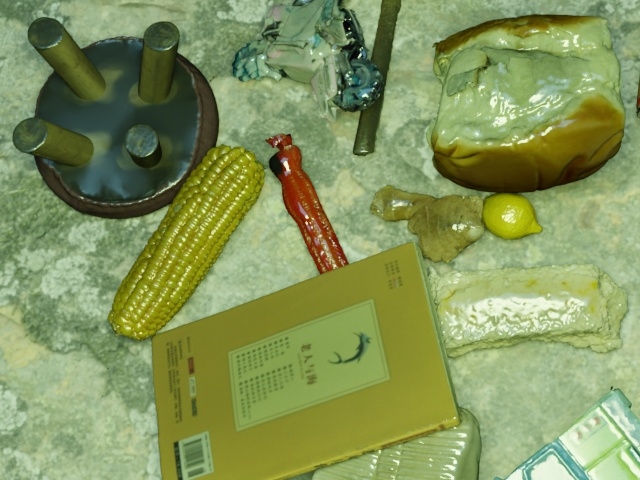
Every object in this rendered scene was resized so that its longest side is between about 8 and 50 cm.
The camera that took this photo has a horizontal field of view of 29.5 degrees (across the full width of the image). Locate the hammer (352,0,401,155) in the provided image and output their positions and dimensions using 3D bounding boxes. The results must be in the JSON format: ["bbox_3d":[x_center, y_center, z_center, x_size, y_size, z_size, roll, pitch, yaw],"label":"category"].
[{"bbox_3d":[0.084,-0.257,1.719,0.125,0.027,0.297,7,76,9],"label":"hammer"}]

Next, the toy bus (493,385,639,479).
[{"bbox_3d":[0.302,0.293,1.379,0.190,0.312,0.152,-38,73,-4],"label":"toy bus"}]

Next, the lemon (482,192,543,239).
[{"bbox_3d":[0.251,-0.031,1.609,0.092,0.065,0.065,28,79,23],"label":"lemon"}]

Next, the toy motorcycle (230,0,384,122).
[{"bbox_3d":[-0.028,-0.253,1.692,0.204,0.108,0.239,-26,45,14],"label":"toy motorcycle"}]

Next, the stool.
[{"bbox_3d":[-0.286,-0.179,1.666,0.272,0.178,0.272,-2,73,6],"label":"stool"}]

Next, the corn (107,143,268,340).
[{"bbox_3d":[-0.179,0.005,1.640,0.102,0.102,0.313,29,80,14],"label":"corn"}]

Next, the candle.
[{"bbox_3d":[0.000,0.000,1.643,0.051,0.048,0.329,-22,72,-8],"label":"candle"}]

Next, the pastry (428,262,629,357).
[{"bbox_3d":[0.265,0.090,1.565,0.259,0.089,0.121,0,81,11],"label":"pastry"}]

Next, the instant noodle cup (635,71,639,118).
[{"bbox_3d":[0.505,-0.230,1.572,0.213,0.213,0.174,13,85,11],"label":"instant noodle cup"}]

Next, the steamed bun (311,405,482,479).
[{"bbox_3d":[0.097,0.303,1.491,0.211,0.144,0.218,3,66,24],"label":"steamed bun"}]

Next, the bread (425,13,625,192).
[{"bbox_3d":[0.254,-0.173,1.552,0.250,0.279,0.224,-4,87,8],"label":"bread"}]

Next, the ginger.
[{"bbox_3d":[0.142,-0.020,1.623,0.165,0.067,0.096,9,82,29],"label":"ginger"}]

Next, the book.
[{"bbox_3d":[-0.032,0.170,1.529,0.389,0.032,0.268,-19,52,13],"label":"book"}]
